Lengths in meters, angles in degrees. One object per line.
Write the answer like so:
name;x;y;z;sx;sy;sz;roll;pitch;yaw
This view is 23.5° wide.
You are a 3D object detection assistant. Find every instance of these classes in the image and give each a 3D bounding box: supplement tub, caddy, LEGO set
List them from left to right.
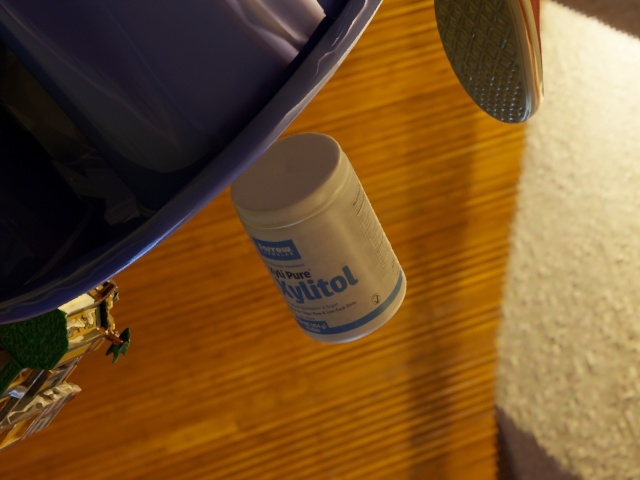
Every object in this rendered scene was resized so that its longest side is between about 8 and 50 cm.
LEGO set;-0.287;0.023;1.243;0.331;0.192;0.255;37;-67;13
caddy;-0.073;-0.121;0.603;0.241;0.341;0.179;-27;-58;35
supplement tub;0.000;0.000;0.878;0.071;0.071;0.107;45;-13;53

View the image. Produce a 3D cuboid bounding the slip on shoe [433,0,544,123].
slip on shoe;0.163;-0.268;1.408;0.123;0.101;0.331;13;-60;54
